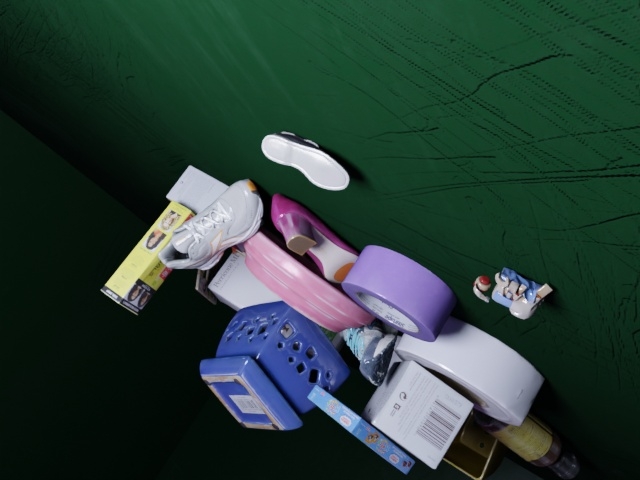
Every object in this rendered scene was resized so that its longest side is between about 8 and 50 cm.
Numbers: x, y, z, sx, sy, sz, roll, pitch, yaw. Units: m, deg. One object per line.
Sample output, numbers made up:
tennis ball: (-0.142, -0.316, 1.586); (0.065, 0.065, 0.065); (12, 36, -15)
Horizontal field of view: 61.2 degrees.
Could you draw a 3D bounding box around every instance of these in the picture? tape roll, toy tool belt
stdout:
tape roll: (0.136, 0.094, 0.946); (0.189, 0.080, 0.189); (32, 167, 8)
tape roll: (0.297, 0.257, 1.100); (0.286, 0.100, 0.286); (32, 166, 9)
toy tool belt: (0.237, 0.056, 0.669); (0.083, 0.052, 0.051); (27, 134, 14)

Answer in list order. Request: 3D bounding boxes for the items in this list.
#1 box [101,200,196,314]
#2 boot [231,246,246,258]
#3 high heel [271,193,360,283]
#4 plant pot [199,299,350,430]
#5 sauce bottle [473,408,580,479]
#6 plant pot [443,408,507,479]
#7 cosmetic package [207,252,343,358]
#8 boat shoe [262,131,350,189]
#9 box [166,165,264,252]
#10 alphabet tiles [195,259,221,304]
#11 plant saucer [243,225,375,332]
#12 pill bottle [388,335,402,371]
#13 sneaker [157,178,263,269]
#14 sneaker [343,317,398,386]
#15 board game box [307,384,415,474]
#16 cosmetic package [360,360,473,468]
box: (-0.341, 0.035, 1.121); (0.058, 0.232, 0.087); (28, 163, 21)
boot: (-0.217, -0.013, 1.383); (0.158, 0.085, 0.059); (33, 168, 10)
high heel: (0.000, 0.000, 1.008); (0.244, 0.082, 0.117); (26, -148, -44)
plant pot: (-0.116, 0.293, 1.232); (0.236, 0.212, 0.236); (-17, 113, 47)
sauce bottle: (0.531, 0.500, 1.370); (0.344, 0.111, 0.111); (40, 165, -19)
plant pot: (0.440, 0.536, 1.542); (0.212, 0.212, 0.187); (20, 173, 45)
cosmetic package: (-0.085, 0.157, 1.430); (0.365, 0.197, 0.155); (29, 165, 12)
boat shoe: (-0.014, -0.105, 0.695); (0.125, 0.038, 0.046); (24, 123, 15)
box: (-0.230, -0.068, 1.201); (0.170, 0.091, 0.130); (29, 166, 19)
alphabet tiles: (-0.287, 0.035, 1.432); (0.009, 0.237, 0.198); (3, 163, 4)
plant saucer: (-0.037, 0.088, 1.151); (0.332, 0.084, 0.332); (36, 180, 0)
pill bottle: (0.242, 0.364, 1.549); (0.119, 0.119, 0.208); (21, 162, 41)
sneaker: (-0.214, -0.017, 1.037); (0.121, 0.262, 0.099); (-12, -116, -53)
sneaker: (0.101, 0.229, 1.192); (0.122, 0.110, 0.283); (16, -170, 10)
board game box: (0.086, 0.399, 1.143); (0.211, 0.039, 0.160); (45, 165, -32)
cosmetic package: (0.195, 0.357, 1.138); (0.151, 0.151, 0.184); (35, 166, 4)
